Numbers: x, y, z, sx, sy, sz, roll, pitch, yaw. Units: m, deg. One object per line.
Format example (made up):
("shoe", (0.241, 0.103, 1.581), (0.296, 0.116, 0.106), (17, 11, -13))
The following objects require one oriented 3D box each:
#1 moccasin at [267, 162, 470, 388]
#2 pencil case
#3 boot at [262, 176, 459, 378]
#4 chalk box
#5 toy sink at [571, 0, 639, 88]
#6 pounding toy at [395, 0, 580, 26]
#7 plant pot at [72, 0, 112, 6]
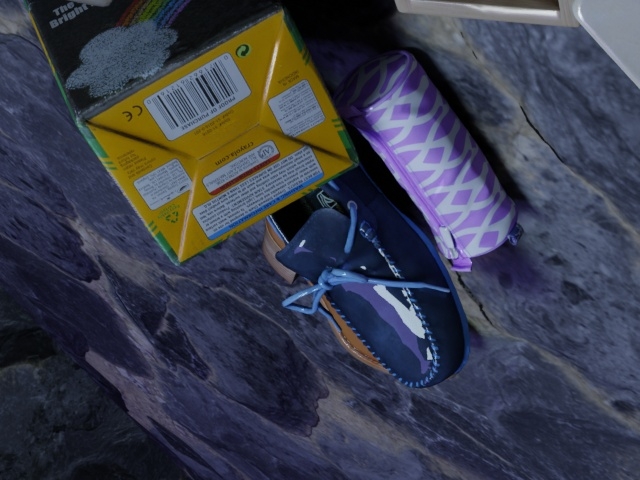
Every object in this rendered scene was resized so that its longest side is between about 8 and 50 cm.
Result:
("moccasin", (0.000, 0.000, 1.100), (0.342, 0.117, 0.138), (53, 130, 16))
("pencil case", (0.092, -0.068, 1.032), (0.086, 0.088, 0.206), (2, 138, 52))
("boot", (0.064, 0.027, 1.268), (0.283, 0.109, 0.220), (43, 155, 7))
("chalk box", (-0.122, -0.158, 0.998), (0.289, 0.180, 0.179), (60, 179, 46))
("toy sink", (0.245, -0.103, 0.600), (0.234, 0.153, 0.131), (42, -162, -15))
("pounding toy", (0.132, -0.223, 0.677), (0.206, 0.094, 0.181), (11, 142, 31))
("plant pot", (-0.234, -0.312, 0.827), (0.280, 0.323, 0.323), (26, 161, -17))
